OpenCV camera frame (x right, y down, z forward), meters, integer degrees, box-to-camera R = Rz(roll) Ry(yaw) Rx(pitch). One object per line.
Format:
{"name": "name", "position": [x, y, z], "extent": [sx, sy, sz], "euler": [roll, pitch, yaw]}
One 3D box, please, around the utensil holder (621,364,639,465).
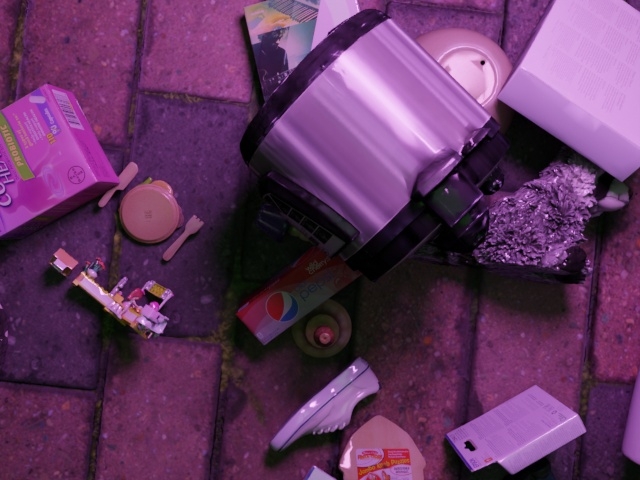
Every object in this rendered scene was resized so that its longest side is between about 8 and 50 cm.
{"name": "utensil holder", "position": [0.775, 0.266, 1.451], "extent": [0.328, 0.327, 0.385], "euler": [14, 90, -1]}

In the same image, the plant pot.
{"name": "plant pot", "position": [0.267, -0.297, 1.516], "extent": [0.284, 0.191, 0.284], "euler": [0, 89, -1]}

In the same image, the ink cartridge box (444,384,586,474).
{"name": "ink cartridge box", "position": [0.370, 0.376, 1.486], "extent": [0.224, 0.223, 0.045], "euler": [-27, 95, -1]}

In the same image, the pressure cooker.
{"name": "pressure cooker", "position": [0.119, -0.137, 1.324], "extent": [0.420, 0.370, 0.375], "euler": [44, 130, -1]}

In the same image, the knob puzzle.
{"name": "knob puzzle", "position": [0.122, 0.454, 1.551], "extent": [0.213, 0.030, 0.213], "euler": [9, 65, -19]}

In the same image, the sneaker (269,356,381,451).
{"name": "sneaker", "position": [0.013, 0.348, 1.542], "extent": [0.258, 0.094, 0.091], "euler": [-41, 85, -3]}

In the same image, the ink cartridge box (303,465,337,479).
{"name": "ink cartridge box", "position": [0.039, 0.670, 1.550], "extent": [0.330, 0.071, 0.324], "euler": [33, 88, 3]}

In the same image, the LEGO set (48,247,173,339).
{"name": "LEGO set", "position": [-0.401, 0.091, 1.536], "extent": [0.287, 0.132, 0.107], "euler": [31, 70, 22]}

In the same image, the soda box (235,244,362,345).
{"name": "soda box", "position": [-0.037, 0.090, 1.509], "extent": [0.263, 0.083, 0.092], "euler": [-38, 101, 16]}

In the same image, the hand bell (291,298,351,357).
{"name": "hand bell", "position": [0.007, 0.179, 1.472], "extent": [0.126, 0.242, 0.126], "euler": [0, 89, -2]}

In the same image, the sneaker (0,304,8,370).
{"name": "sneaker", "position": [-0.769, 0.125, 1.533], "extent": [0.182, 0.158, 0.410], "euler": [-19, 91, 29]}

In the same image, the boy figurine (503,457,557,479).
{"name": "boy figurine", "position": [0.474, 0.595, 1.552], "extent": [0.177, 0.092, 0.285], "euler": [-25, 86, -4]}

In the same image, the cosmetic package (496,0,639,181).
{"name": "cosmetic package", "position": [0.534, -0.329, 1.479], "extent": [0.284, 0.097, 0.377], "euler": [33, 54, 1]}

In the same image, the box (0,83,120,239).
{"name": "box", "position": [-0.563, -0.151, 1.507], "extent": [0.243, 0.117, 0.213], "euler": [-28, 88, 8]}

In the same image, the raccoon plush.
{"name": "raccoon plush", "position": [0.379, -0.089, 1.517], "extent": [0.447, 0.216, 0.299], "euler": [10, 81, -1]}

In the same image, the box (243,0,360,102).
{"name": "box", "position": [-0.009, -0.348, 1.561], "extent": [0.232, 0.058, 0.321], "euler": [-14, 87, 7]}

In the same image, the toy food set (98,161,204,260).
{"name": "toy food set", "position": [-0.347, -0.058, 1.576], "extent": [0.192, 0.038, 0.132], "euler": [42, 95, -5]}

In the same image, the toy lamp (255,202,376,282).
{"name": "toy lamp", "position": [0.000, 0.000, 1.561], "extent": [0.275, 0.080, 0.080], "euler": [25, 88, -3]}
